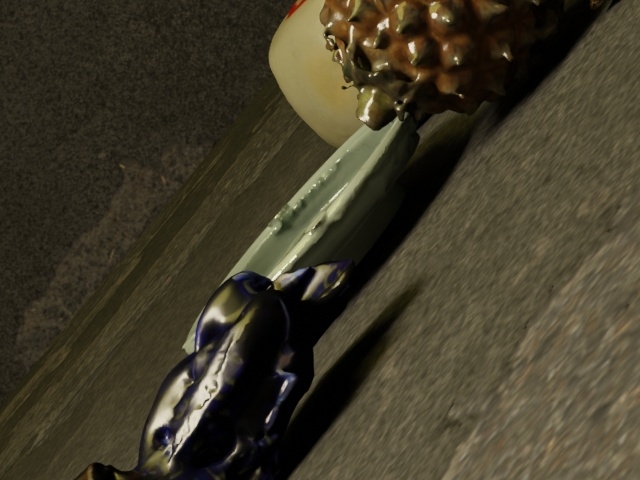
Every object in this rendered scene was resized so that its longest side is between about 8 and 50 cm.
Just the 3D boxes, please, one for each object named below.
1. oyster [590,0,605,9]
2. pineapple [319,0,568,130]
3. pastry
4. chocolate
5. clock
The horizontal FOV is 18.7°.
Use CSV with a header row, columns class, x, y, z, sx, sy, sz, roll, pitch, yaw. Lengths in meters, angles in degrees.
class,x,y,z,sx,sy,sz,roll,pitch,yaw
oyster,0.192,-0.172,1.179,0.083,0.019,0.054,-46,11,14
pineapple,0.075,-0.149,1.240,0.193,0.166,0.166,-60,11,-17
pastry,0.066,-0.190,1.554,0.265,0.133,0.265,-49,4,5
chocolate,-0.095,0.140,1.073,0.343,0.126,0.148,-44,-20,-3
clock,0.000,0.000,1.328,0.236,0.053,0.236,-47,8,9
